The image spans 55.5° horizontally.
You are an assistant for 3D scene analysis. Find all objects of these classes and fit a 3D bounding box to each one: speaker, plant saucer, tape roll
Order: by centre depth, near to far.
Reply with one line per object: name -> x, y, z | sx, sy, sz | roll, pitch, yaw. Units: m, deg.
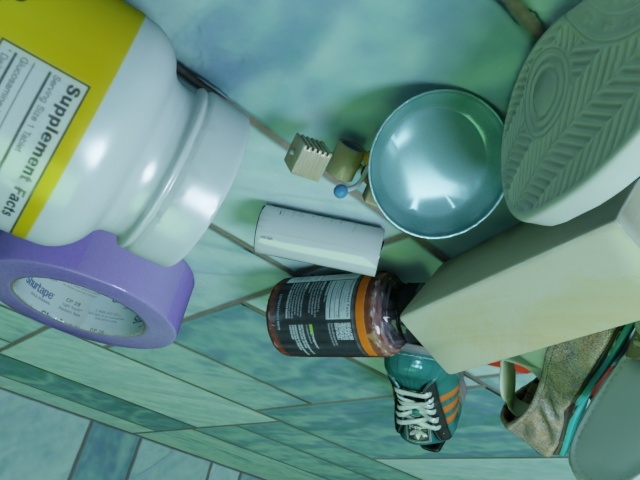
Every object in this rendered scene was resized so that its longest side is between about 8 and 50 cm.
plant saucer -> 0.094, -0.061, 0.490 | 0.119, 0.119, 0.021 | 22, -169, -15
speaker -> 0.000, 0.000, 0.660 | 0.136, 0.055, 0.055 | 11, 150, 3
tape roll -> -0.324, 0.060, 0.861 | 0.275, 0.090, 0.275 | 10, 149, 6

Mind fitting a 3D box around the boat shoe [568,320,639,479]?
boat shoe -> 0.305, 0.087, 0.499 | 0.103, 0.302, 0.113 | 37, -178, -33

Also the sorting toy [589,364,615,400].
sorting toy -> 0.455, 0.168, 0.654 | 0.127, 0.126, 0.365 | 5, 154, -32

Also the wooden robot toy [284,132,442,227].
wooden robot toy -> 0.062, -0.070, 0.529 | 0.173, 0.076, 0.079 | 20, 114, -12

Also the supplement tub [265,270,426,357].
supplement tub -> 0.039, 0.092, 0.750 | 0.198, 0.106, 0.106 | -5, 145, 30

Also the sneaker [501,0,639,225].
sneaker -> 0.228, -0.101, 0.330 | 0.148, 0.131, 0.350 | 4, 158, -11

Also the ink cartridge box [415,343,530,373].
ink cartridge box -> 0.242, 0.148, 0.816 | 0.189, 0.066, 0.232 | 14, 146, -1

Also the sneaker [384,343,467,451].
sneaker -> 0.162, 0.247, 0.929 | 0.108, 0.121, 0.302 | 5, 154, 27

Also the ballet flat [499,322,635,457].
ballet flat -> 0.251, 0.137, 0.661 | 0.106, 0.107, 0.316 | 28, 142, 27

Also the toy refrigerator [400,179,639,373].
toy refrigerator -> 0.203, 0.040, 0.567 | 0.094, 0.102, 0.269 | 49, 143, -3

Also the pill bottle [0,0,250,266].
pill bottle -> -0.227, -0.113, 0.426 | 0.334, 0.188, 0.188 | 28, 147, -25
